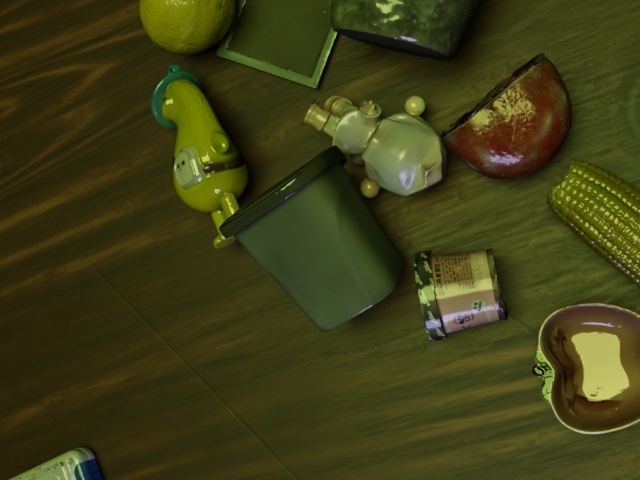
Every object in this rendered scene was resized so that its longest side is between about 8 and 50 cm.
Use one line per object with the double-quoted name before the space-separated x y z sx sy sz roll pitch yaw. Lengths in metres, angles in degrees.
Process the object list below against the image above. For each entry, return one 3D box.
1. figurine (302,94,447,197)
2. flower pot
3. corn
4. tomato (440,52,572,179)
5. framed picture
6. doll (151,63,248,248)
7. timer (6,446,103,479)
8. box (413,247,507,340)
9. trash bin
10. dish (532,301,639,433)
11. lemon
"figurine" 0.104 -0.172 1.520 0.276 0.133 0.200 31 101 20
"flower pot" 0.163 -0.485 1.446 0.294 0.294 0.330 15 98 20
"corn" 0.510 0.004 1.368 0.344 0.131 0.131 41 100 18
"tomato" 0.323 -0.185 1.438 0.214 0.181 0.155 -38 90 15
"framed picture" -0.052 -0.457 1.654 0.231 0.018 0.293 23 95 20
"doll" -0.217 -0.173 1.625 0.199 0.145 0.362 -40 68 53
"timer" -0.547 0.537 1.741 0.254 0.078 0.178 -28 77 17
"box" 0.236 0.083 1.455 0.135 0.151 0.151 -11 83 10
"trash bin" 0.000 0.000 1.475 0.220 0.219 0.250 -33 101 25
"dish" 0.444 0.199 1.399 0.214 0.090 0.213 -1 86 17
"lemon" -0.252 -0.441 1.642 0.178 0.178 0.203 54 139 14
